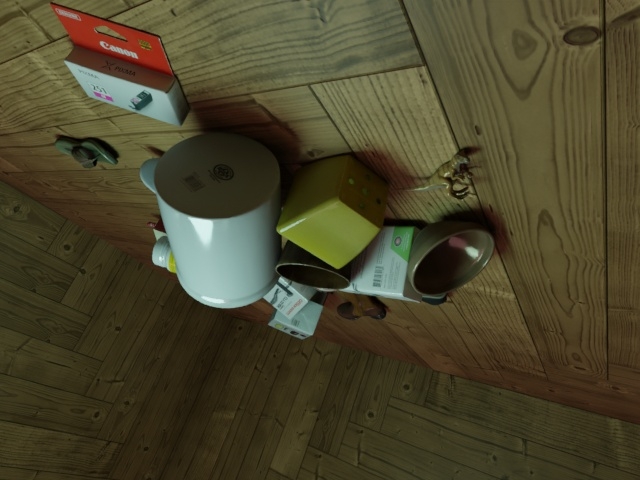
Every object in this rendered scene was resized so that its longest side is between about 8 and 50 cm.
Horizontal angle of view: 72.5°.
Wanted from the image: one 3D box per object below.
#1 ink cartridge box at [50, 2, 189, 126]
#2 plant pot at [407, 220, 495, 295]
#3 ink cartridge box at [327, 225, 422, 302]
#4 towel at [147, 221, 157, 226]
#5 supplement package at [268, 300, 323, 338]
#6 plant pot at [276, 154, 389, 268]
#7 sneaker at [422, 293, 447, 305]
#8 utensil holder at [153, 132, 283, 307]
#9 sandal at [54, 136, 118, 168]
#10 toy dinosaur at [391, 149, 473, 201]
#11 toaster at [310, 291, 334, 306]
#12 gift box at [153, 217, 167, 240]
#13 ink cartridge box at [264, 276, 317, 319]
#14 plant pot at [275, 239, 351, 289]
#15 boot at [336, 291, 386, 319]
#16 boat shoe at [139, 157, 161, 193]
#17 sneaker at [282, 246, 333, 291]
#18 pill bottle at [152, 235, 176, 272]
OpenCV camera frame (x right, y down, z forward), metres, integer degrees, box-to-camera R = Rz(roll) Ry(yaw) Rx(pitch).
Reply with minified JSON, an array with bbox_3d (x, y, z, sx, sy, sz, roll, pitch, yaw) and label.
[{"bbox_3d":[-0.468,-0.398,1.022,0.275,0.060,0.239,19,160,7],"label":"ink cartridge box"},{"bbox_3d":[0.321,0.026,1.140,0.237,0.110,0.237,-13,137,-12],"label":"plant pot"},{"bbox_3d":[0.170,0.064,1.298,0.272,0.199,0.114,3,167,42],"label":"ink cartridge box"},{"bbox_3d":[-0.647,-0.031,2.050,0.274,0.031,0.199,13,172,24],"label":"towel"},{"bbox_3d":[-0.121,0.356,2.065,0.194,0.149,0.203,25,157,-6],"label":"supplement package"},{"bbox_3d":[0.049,-0.086,1.090,0.212,0.212,0.187,32,144,-25],"label":"plant pot"},{"bbox_3d":[0.353,0.190,1.604,0.221,0.083,0.118,11,157,24],"label":"sneaker"},{"bbox_3d":[-0.259,-0.051,1.200,0.327,0.328,0.386,19,142,8],"label":"utensil holder"},{"bbox_3d":[-0.851,-0.303,1.580,0.302,0.086,0.120,11,156,27],"label":"sandal"},{"bbox_3d":[0.269,-0.133,0.965,0.112,0.064,0.211,43,146,-5],"label":"toy dinosaur"},{"bbox_3d":[-0.065,0.261,2.145,0.185,0.110,0.168,2,152,41],"label":"toaster"},{"bbox_3d":[-0.434,-0.024,1.641,0.255,0.276,0.258,23,144,8],"label":"gift box"},{"bbox_3d":[-0.166,0.186,1.879,0.272,0.114,0.197,39,136,0],"label":"ink cartridge box"},{"bbox_3d":[0.000,0.000,1.266,0.215,0.231,0.215,10,159,4],"label":"plant pot"},{"bbox_3d":[0.140,0.283,2.021,0.264,0.096,0.280,5,153,37],"label":"boot"},{"bbox_3d":[-0.422,-0.160,1.477,0.366,0.136,0.156,18,164,-17],"label":"boat shoe"},{"bbox_3d":[-0.028,0.114,1.749,0.313,0.116,0.136,23,158,-2],"label":"sneaker"},{"bbox_3d":[-0.425,0.057,1.418,0.208,0.119,0.119,14,158,5],"label":"pill bottle"}]
